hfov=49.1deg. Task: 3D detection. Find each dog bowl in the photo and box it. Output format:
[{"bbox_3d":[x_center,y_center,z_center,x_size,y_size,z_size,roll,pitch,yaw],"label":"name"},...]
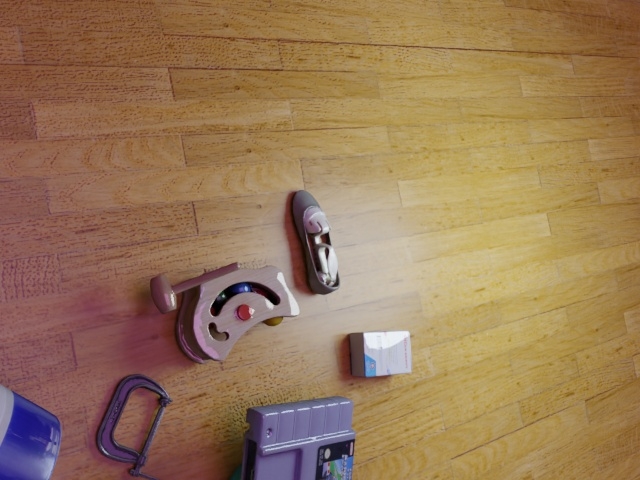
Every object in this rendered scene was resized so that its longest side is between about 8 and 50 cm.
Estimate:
[{"bbox_3d":[-0.451,0.318,0.886,0.104,0.265,0.264,39,62,-26],"label":"dog bowl"}]

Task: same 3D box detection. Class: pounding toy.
[{"bbox_3d":[-0.150,0.124,1.195,0.270,0.155,0.154,-4,80,-35],"label":"pounding toy"}]

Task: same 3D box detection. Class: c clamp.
[{"bbox_3d":[-0.292,0.306,1.151,0.137,0.022,0.160,22,71,-25],"label":"c clamp"}]

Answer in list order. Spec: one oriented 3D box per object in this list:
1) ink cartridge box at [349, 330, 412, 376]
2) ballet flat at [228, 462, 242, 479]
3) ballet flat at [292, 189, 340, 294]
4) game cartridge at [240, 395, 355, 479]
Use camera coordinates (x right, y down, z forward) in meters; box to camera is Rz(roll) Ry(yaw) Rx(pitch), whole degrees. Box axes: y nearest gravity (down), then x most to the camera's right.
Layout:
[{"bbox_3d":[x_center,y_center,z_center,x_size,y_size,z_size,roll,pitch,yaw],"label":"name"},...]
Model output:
[{"bbox_3d":[0.123,0.230,1.431,0.123,0.052,0.088,3,81,-33],"label":"ink cartridge box"},{"bbox_3d":[-0.140,0.459,1.211,0.206,0.073,0.067,-51,137,-27],"label":"ballet flat"},{"bbox_3d":[0.000,0.000,1.376,0.072,0.068,0.213,-10,87,-36],"label":"ballet flat"},{"bbox_3d":[-0.041,0.457,1.215,0.230,0.068,0.354,4,91,-40],"label":"game cartridge"}]
